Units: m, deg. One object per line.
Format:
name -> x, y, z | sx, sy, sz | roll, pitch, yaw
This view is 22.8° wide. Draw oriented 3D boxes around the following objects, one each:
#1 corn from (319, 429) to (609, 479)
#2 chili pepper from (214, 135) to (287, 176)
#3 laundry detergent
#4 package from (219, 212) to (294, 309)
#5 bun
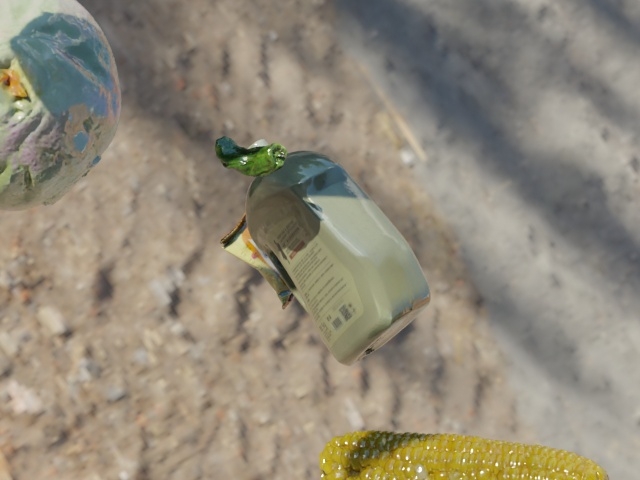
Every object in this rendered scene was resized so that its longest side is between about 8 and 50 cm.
corn -> 0.143, 0.242, 1.593 | 0.102, 0.313, 0.101 | -2, 90, -69
chili pepper -> -0.069, -0.082, 1.568 | 0.030, 0.091, 0.034 | -22, 113, -46
laundry detergent -> 0.000, 0.000, 1.700 | 0.091, 0.181, 0.253 | -30, 78, -33
package -> -0.051, 0.004, 1.865 | 0.121, 0.031, 0.108 | 46, 61, -20
bun -> -0.381, -0.175, 1.937 | 0.293, 0.293, 0.187 | 46, -2, -18
